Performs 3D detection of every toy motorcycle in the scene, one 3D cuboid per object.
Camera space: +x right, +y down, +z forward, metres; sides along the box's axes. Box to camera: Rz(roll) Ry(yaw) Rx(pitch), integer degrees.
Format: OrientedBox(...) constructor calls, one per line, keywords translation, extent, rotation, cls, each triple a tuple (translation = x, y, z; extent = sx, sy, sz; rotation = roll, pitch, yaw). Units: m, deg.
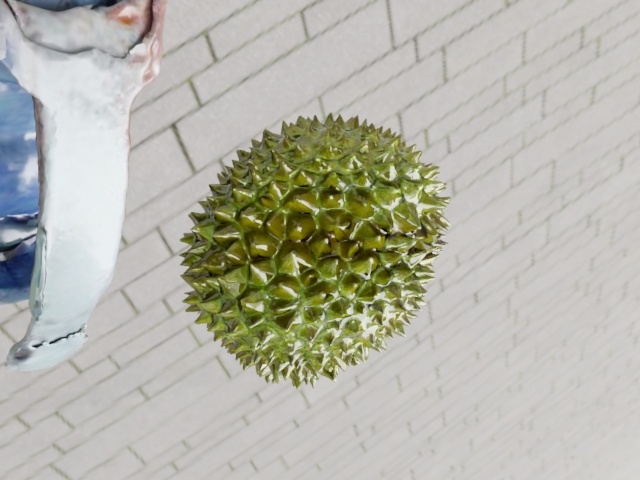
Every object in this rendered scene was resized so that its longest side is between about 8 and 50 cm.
OrientedBox(translation=(-0.212, -0.061, 0.579), extent=(0.182, 0.241, 0.319), rotation=(12, 138, -19), cls="toy motorcycle")

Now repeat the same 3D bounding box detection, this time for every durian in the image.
OrientedBox(translation=(-0.002, 0.003, 0.767), extent=(0.237, 0.200, 0.176), rotation=(-54, 179, -8), cls="durian")
